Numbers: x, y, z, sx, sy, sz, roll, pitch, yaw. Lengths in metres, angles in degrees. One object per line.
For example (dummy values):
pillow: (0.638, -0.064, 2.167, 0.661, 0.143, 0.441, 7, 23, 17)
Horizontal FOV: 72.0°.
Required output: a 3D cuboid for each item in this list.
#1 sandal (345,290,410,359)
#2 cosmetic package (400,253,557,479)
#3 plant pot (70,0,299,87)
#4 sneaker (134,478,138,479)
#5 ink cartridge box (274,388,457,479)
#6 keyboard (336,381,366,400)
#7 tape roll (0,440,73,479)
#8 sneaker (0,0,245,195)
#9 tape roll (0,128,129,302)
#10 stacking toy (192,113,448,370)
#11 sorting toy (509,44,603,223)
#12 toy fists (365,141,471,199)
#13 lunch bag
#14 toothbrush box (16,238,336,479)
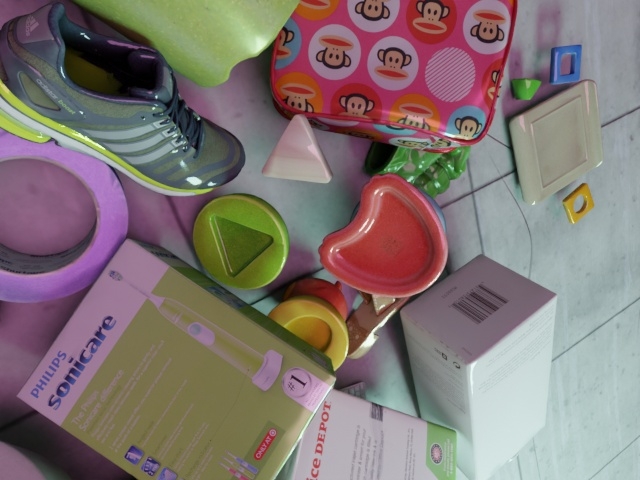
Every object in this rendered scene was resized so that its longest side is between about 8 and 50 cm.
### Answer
sandal: (0.084, 0.082, 0.716, 0.079, 0.088, 0.240, 29, 95, -35)
cosmetic package: (0.281, 0.236, 0.775, 0.197, 0.155, 0.365, -30, 128, -19)
plant pot: (-0.157, -0.297, 0.417, 0.254, 0.276, 0.276, 37, 86, -41)
sneaker: (-0.169, 0.312, 0.631, 0.227, 0.130, 0.087, -38, 115, -10)
ink cartridge box: (0.067, 0.366, 0.688, 0.273, 0.115, 0.198, 24, 56, -14)
keyboard: (0.061, 0.383, 0.828, 0.072, 0.014, 0.256, -15, 110, -22)
tape roll: (-0.403, 0.388, 0.403, 0.392, 0.392, 0.072, -32, 146, -15)
sneaker: (-0.179, -0.127, 0.460, 0.300, 0.121, 0.111, 14, 66, -55)
tape roll: (-0.317, -0.032, 0.492, 0.189, 0.080, 0.189, -7, 107, -24)
stacking toy: (0.000, 0.000, 0.612, 0.279, 0.130, 0.309, 45, 113, -4)
sorting toy: (0.449, -0.187, 0.848, 0.196, 0.047, 0.348, -27, 114, -13)
toy fists: (0.188, -0.189, 0.690, 0.142, 0.096, 0.279, 22, 92, -30)
lunch bag: (0.089, -0.260, 0.561, 0.293, 0.120, 0.258, 11, 95, -5)
toothbrush box: (-0.154, 0.162, 0.528, 0.283, 0.122, 0.206, 32, 85, 1)
